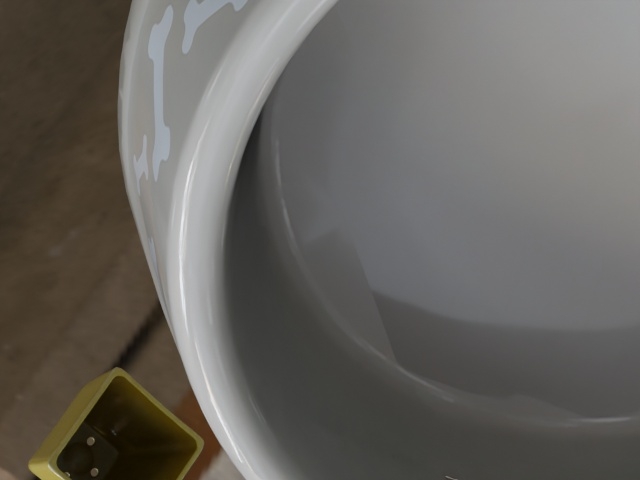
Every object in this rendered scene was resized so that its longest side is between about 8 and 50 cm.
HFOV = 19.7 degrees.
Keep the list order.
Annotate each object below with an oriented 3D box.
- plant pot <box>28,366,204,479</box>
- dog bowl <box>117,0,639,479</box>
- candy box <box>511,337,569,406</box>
[{"bbox_3d":[-0.143,0.141,1.205,0.081,0.083,0.081,44,-118,-19],"label":"plant pot"},{"bbox_3d":[0.104,-0.014,0.605,0.349,0.102,0.348,-1,-59,-1],"label":"dog bowl"},{"bbox_3d":[0.127,-0.038,0.788,0.233,0.159,0.071,-34,-37,-18],"label":"candy box"}]
